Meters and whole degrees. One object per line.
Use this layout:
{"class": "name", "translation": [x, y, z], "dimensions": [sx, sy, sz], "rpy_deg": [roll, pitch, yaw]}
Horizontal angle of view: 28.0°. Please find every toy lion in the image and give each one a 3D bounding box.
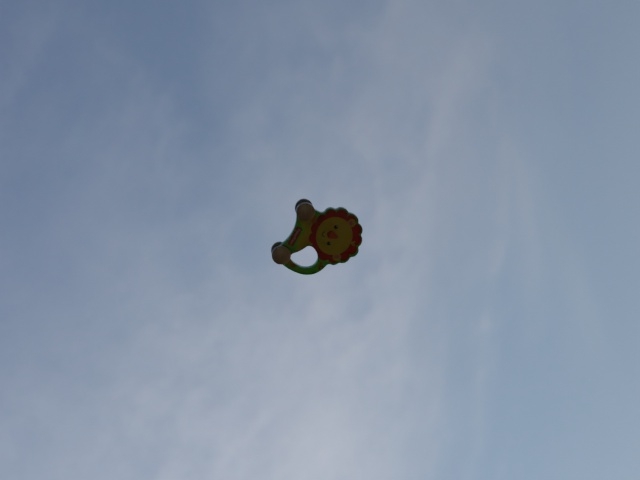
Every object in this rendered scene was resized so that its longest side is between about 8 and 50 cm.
{"class": "toy lion", "translation": [0.000, 0.000, 1.592], "dimensions": [0.100, 0.096, 0.034], "rpy_deg": [-60, 10, 8]}
